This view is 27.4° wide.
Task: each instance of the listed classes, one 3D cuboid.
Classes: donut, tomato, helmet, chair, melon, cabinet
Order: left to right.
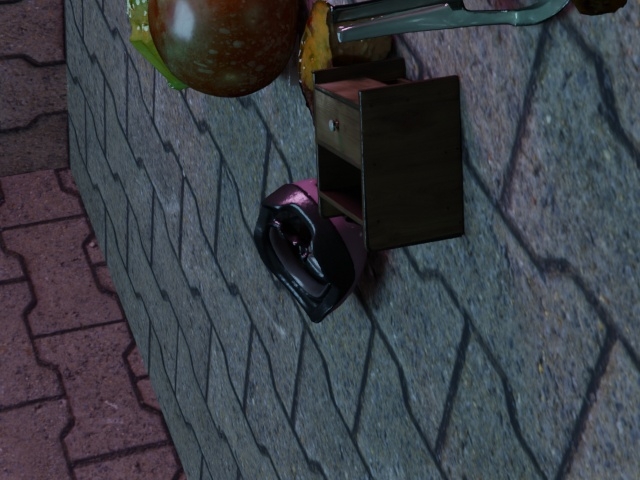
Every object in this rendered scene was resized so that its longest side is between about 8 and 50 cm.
[{"bbox_3d":[-0.254,-0.448,2.443,0.343,0.226,0.331,10,99,55],"label":"melon"},{"bbox_3d":[-0.169,-0.372,2.142,0.270,0.222,0.270,-7,81,48],"label":"tomato"},{"bbox_3d":[0.000,0.000,2.047,0.198,0.154,0.253,49,168,21],"label":"helmet"},{"bbox_3d":[0.041,-0.207,1.881,0.151,0.112,0.295,-137,41,-66],"label":"donut"},{"bbox_3d":[0.083,-0.119,1.745,0.175,0.148,0.215,-143,47,-62],"label":"cabinet"},{"bbox_3d":[0.139,-0.323,1.429,0.190,0.274,0.203,-74,-25,-79],"label":"chair"}]

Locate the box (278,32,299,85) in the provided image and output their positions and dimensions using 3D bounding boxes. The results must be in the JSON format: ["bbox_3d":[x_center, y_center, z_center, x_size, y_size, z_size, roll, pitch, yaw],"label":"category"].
[{"bbox_3d":[-0.075,-0.329,2.262,0.167,0.024,0.090,-139,43,-59],"label":"box"}]

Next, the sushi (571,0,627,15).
[{"bbox_3d":[0.254,-0.339,1.129,0.179,0.167,0.296,-117,5,-53],"label":"sushi"}]
